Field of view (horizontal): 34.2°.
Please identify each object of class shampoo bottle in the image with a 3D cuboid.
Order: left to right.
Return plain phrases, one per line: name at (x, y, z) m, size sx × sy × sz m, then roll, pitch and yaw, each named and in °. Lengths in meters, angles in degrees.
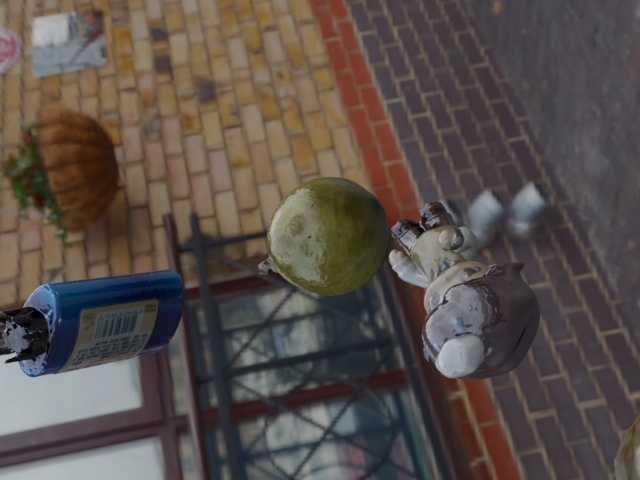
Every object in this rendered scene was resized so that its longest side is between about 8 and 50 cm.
shampoo bottle at (-0.201, 0.072, 0.908) m, size 0.050 × 0.183 × 0.087 m, roll 35°, pitch 114°, yaw 30°

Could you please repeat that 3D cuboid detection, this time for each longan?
longan at (0.000, 0.000, 1.259) m, size 0.155 × 0.176 × 0.145 m, roll 44°, pitch -149°, yaw -41°

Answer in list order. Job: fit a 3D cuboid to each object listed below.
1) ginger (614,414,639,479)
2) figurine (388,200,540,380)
ginger at (0.366, 0.136, 0.926) m, size 0.244 × 0.155 × 0.304 m, roll 178°, pitch 101°, yaw -85°
figurine at (0.244, 0.075, 1.840) m, size 0.206 × 0.218 × 0.365 m, roll 70°, pitch 175°, yaw -61°
